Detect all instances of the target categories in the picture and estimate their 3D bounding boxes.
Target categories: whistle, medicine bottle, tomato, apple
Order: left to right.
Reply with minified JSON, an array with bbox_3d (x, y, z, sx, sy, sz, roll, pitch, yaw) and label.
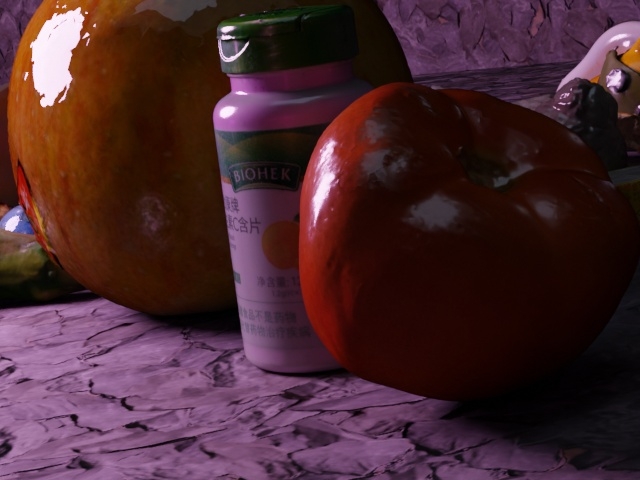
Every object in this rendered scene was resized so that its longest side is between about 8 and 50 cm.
[{"bbox_3d":[-0.300,-0.002,1.863,0.090,0.090,0.158,-5,10,12],"label":"whistle"},{"bbox_3d":[-0.101,-0.117,1.622,0.400,0.334,0.400,-7,20,3],"label":"apple"},{"bbox_3d":[-0.011,-0.043,1.362,0.133,0.274,0.133,-7,9,1],"label":"medicine bottle"},{"bbox_3d":[0.097,0.007,1.216,0.259,0.180,0.260,12,38,-9],"label":"tomato"}]

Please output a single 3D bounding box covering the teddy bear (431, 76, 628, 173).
[{"bbox_3d":[0.184,-0.087,1.808,0.267,0.151,0.236,-1,-3,17],"label":"teddy bear"}]

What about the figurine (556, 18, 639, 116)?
[{"bbox_3d":[0.366,-0.162,2.131,0.250,0.167,0.141,-36,3,43],"label":"figurine"}]

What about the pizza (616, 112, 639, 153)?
[{"bbox_3d":[0.219,-0.110,2.071,0.323,0.090,0.223,0,5,42],"label":"pizza"}]

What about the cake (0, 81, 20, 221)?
[{"bbox_3d":[-0.329,-0.073,2.071,0.207,0.185,0.178,-28,-23,-12],"label":"cake"}]

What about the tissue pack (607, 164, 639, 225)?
[{"bbox_3d":[0.332,-0.042,1.697,0.176,0.062,0.095,-14,10,-27],"label":"tissue pack"}]

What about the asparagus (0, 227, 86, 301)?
[{"bbox_3d":[-0.359,0.032,1.754,0.343,0.082,0.085,-4,-25,15],"label":"asparagus"}]
